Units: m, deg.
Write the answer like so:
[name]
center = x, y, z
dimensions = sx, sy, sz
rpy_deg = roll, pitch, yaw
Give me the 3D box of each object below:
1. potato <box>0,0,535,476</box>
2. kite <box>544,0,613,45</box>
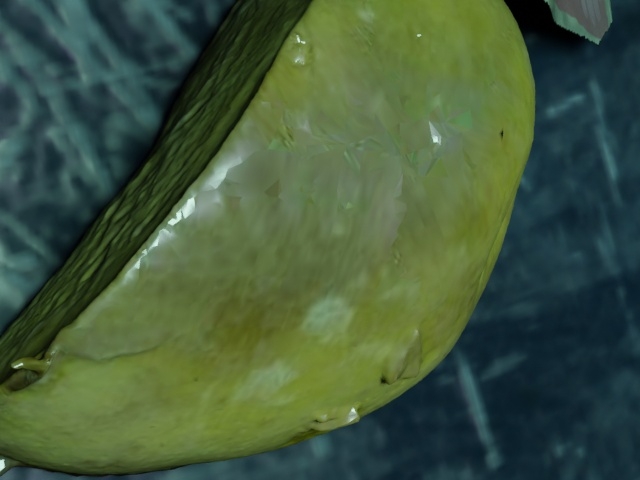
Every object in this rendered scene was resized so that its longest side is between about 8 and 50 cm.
[potato]
center = 0.000, 0.000, 0.521
dimensions = 0.138, 0.098, 0.243
rpy_deg = 41, 69, -21
[kite]
center = 0.041, -0.158, 0.493
dimensions = 0.360, 0.022, 0.204
rpy_deg = -20, 102, -66
